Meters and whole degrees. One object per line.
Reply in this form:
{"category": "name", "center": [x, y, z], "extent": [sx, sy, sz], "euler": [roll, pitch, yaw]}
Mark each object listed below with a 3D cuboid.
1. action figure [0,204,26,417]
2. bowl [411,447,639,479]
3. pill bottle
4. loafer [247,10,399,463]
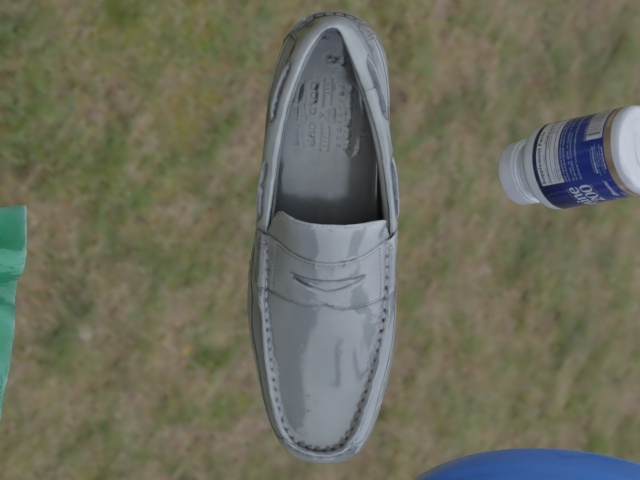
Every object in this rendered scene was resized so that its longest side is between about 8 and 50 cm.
{"category": "action figure", "center": [-0.298, 0.033, 1.049], "extent": [0.232, 0.063, 0.137], "euler": [7, 86, -23]}
{"category": "bowl", "center": [0.201, 0.317, 1.262], "extent": [0.077, 0.391, 0.391], "euler": [-55, 157, -43]}
{"category": "pill bottle", "center": [0.195, -0.059, 1.333], "extent": [0.067, 0.120, 0.067], "euler": [11, 75, -44]}
{"category": "loafer", "center": [0.000, 0.000, 1.244], "extent": [0.111, 0.112, 0.319], "euler": [-22, 110, -87]}
